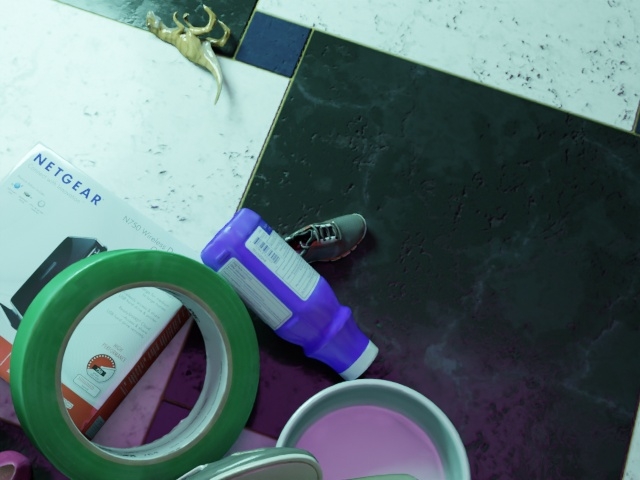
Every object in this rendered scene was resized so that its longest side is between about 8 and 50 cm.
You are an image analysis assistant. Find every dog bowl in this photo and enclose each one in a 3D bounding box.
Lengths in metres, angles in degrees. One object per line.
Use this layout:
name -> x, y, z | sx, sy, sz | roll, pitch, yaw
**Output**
dog bowl -> 0.064, 0.327, 1.284 | 0.264, 0.104, 0.265 | 1, 70, -2

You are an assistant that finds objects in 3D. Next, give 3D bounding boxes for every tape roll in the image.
tape roll -> -0.240, 0.171, 1.258 | 0.321, 0.077, 0.322 | -1, 91, -30

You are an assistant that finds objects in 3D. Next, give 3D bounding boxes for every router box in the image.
router box -> -0.372, 0.068, 1.369 | 0.335, 0.082, 0.301 | 34, 71, 9

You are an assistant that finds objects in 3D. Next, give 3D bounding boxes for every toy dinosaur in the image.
toy dinosaur -> -0.193, -0.310, 1.543 | 0.211, 0.064, 0.112 | 42, 91, 21

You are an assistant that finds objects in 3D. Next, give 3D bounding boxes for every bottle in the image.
bottle -> -0.039, 0.082, 1.347 | 0.283, 0.118, 0.092 | 44, 112, -7

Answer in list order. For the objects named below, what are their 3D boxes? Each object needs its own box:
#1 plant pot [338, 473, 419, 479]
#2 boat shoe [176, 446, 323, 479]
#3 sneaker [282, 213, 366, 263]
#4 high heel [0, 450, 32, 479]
plant pot -> 0.009, 0.398, 1.063 | 0.280, 0.323, 0.323 | -19, 71, -18
boat shoe -> -0.157, 0.333, 1.204 | 0.335, 0.112, 0.095 | -29, 29, 5
sneaker -> 0.000, 0.000, 1.424 | 0.157, 0.065, 0.061 | -25, 73, -12
high heel -> -0.478, 0.365, 1.231 | 0.244, 0.117, 0.082 | -34, 84, -16
